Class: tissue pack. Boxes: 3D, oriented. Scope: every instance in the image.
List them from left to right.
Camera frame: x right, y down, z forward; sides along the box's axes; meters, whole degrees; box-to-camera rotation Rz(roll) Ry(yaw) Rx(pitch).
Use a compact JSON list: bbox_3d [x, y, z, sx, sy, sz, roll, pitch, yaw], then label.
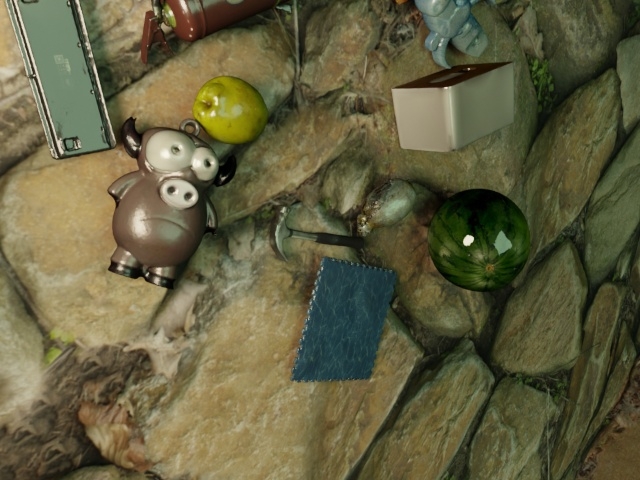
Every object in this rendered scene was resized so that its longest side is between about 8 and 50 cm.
[{"bbox_3d":[0.298,-0.298,1.176,0.246,0.159,0.136,-29,119,-33],"label":"tissue pack"}]

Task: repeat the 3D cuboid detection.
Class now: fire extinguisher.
[{"bbox_3d":[-0.135,-0.380,0.828,0.341,0.105,0.142,-34,148,-22],"label":"fire extinguisher"}]

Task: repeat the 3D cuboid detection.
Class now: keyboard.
[{"bbox_3d":[-0.350,-0.228,0.719,0.093,0.025,0.230,-16,111,-24],"label":"keyboard"}]

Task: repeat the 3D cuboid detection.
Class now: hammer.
[{"bbox_3d":[0.000,0.000,1.073,0.246,0.029,0.103,10,92,-43],"label":"hammer"}]

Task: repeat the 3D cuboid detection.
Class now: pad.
[{"bbox_3d":[0.059,0.178,1.157,0.268,0.012,0.270,11,93,-46],"label":"pad"}]

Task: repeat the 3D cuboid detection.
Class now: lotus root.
[{"bbox_3d":[0.141,-0.075,1.144,0.165,0.088,0.088,-38,122,-17],"label":"lotus root"}]

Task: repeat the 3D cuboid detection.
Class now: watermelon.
[{"bbox_3d":[0.367,-0.001,1.247,0.242,0.242,0.243,-10,106,-39],"label":"watermelon"}]

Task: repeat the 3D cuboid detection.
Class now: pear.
[{"bbox_3d":[-0.143,-0.209,0.858,0.131,0.107,0.107,-7,105,-54],"label":"pear"}]

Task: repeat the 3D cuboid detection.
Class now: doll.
[{"bbox_3d":[-0.233,-0.062,0.801,0.181,0.117,0.258,21,90,-28],"label":"doll"}]

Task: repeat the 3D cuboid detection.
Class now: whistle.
[{"bbox_3d":[0.292,-0.484,1.172,0.269,0.093,0.180,19,112,-41],"label":"whistle"}]

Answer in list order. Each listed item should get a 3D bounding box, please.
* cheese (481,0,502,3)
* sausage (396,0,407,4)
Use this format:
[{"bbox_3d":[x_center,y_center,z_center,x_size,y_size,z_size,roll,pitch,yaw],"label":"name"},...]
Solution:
[{"bbox_3d":[0.362,-0.613,1.201,0.167,0.093,0.123,-4,100,-40],"label":"cheese"},{"bbox_3d":[0.178,-0.552,1.093,0.039,0.041,0.131,8,95,-63],"label":"sausage"}]
